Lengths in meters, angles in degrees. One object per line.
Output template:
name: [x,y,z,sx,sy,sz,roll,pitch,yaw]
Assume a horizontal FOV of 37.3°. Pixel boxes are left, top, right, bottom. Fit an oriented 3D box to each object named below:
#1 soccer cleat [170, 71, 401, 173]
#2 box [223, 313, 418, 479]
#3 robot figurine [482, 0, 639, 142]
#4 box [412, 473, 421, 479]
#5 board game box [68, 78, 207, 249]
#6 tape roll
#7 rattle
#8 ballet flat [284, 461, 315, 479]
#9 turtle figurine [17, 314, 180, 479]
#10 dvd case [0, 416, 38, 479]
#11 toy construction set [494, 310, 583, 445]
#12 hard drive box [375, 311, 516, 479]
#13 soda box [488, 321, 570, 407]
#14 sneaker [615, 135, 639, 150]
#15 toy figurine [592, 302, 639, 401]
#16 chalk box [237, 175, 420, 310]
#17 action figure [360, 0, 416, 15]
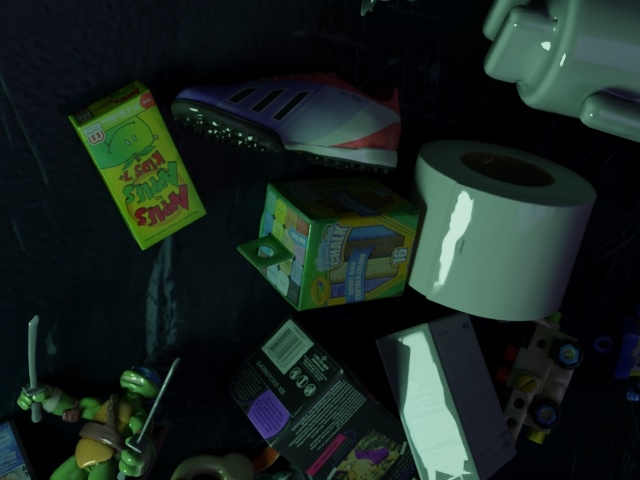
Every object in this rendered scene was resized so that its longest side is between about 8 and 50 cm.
soccer cleat: [-0.034,-0.161,1.163,0.318,0.108,0.117,9,90,-33]
box: [0.016,0.258,1.371,0.143,0.165,0.270,-45,130,-2]
robot figurine: [0.397,-0.254,1.255,0.353,0.300,0.200,11,149,-7]
box: [0.178,0.569,1.700,0.242,0.076,0.307,22,102,-38]
board game box: [-0.212,-0.087,1.119,0.092,0.043,0.181,-31,128,-14]
tape roll: [0.235,-0.021,1.301,0.246,0.246,0.169,-2,116,-31]
rattle: [-0.150,0.383,1.404,0.199,0.130,0.143,-28,144,-49]
ballet flat: [-0.018,0.396,1.492,0.074,0.074,0.203,-41,135,-6]
turtle figurine: [-0.298,0.248,1.136,0.197,0.275,0.266,22,71,2]
dvd case: [-0.427,0.371,1.182,0.180,0.022,0.253,-21,97,-21]
toy construction set: [0.296,0.208,1.524,0.151,0.215,0.328,-23,133,-73]
hard drive box: [0.187,0.231,1.385,0.089,0.232,0.181,-21,172,26]
soda box: [0.347,0.206,1.618,0.060,0.053,0.169,32,97,-39]
sneaker: [0.465,-0.225,1.454,0.234,0.084,0.097,33,69,-39]
toy figurine: [0.605,0.203,1.757,0.217,0.191,0.363,3,126,0]
chalk box: [0.000,0.000,1.240,0.213,0.132,0.132,-5,118,-31]
action figure: [0.104,-0.351,1.109,0.275,0.141,0.164,-10,123,-38]
